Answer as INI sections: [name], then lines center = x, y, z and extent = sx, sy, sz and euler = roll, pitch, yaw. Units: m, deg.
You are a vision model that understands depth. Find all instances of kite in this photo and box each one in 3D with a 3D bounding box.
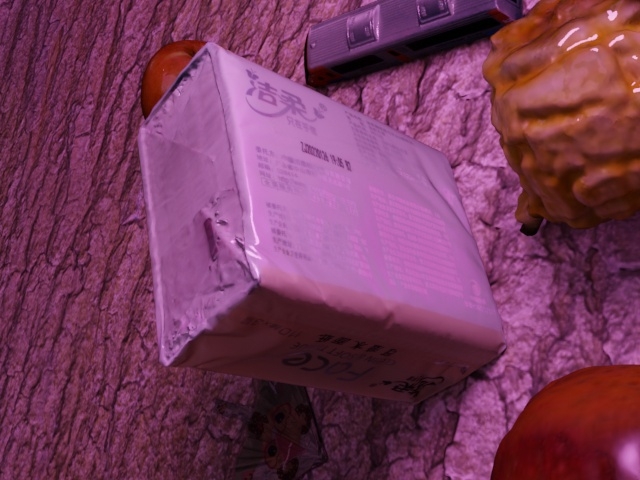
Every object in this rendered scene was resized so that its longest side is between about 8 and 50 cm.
[kite]
center = -0.081, 0.287, 1.293
extent = 0.268, 0.013, 0.323
euler = 16, 86, 47

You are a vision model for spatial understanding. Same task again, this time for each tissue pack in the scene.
[tissue pack]
center = 0.000, 0.000, 1.032
extent = 0.205, 0.405, 0.331
euler = -39, 51, 34

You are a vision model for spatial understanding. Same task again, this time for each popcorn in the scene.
[popcorn]
center = 0.300, -0.153, 0.901
extent = 0.293, 0.237, 0.293
euler = -32, 13, 8

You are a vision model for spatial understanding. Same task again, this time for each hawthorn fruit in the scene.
[hawthorn fruit]
center = 0.294, 0.246, 0.729
extent = 0.308, 0.308, 0.324
euler = -46, 37, 24

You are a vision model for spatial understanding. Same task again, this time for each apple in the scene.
[apple]
center = -0.226, -0.254, 1.518
extent = 0.196, 0.196, 0.196
euler = -19, 62, 40

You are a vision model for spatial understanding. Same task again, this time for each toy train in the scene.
[toy train]
center = 0.108, -0.315, 1.273
extent = 0.409, 0.089, 0.086
euler = -7, 75, 44
